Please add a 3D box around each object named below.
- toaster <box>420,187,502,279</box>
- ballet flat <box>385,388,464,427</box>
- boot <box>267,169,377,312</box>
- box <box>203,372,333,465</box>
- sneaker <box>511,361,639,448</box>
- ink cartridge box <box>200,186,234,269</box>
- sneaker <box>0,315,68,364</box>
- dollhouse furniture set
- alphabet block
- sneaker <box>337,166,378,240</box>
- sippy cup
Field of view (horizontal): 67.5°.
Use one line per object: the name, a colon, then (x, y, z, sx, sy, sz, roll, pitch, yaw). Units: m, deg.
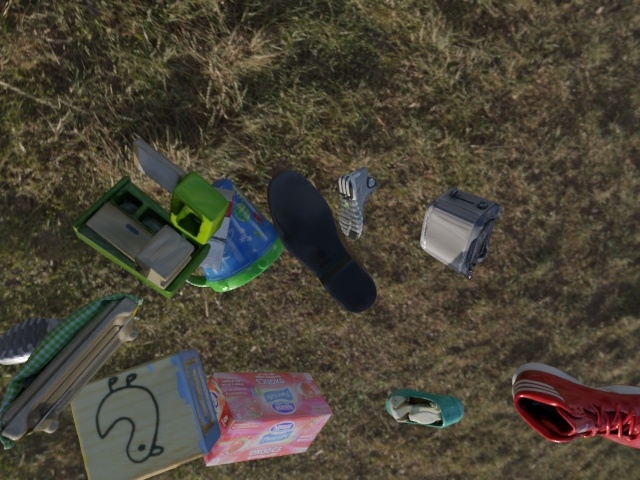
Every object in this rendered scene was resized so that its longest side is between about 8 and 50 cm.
toaster: (0.342, -0.021, 1.192, 0.129, 0.146, 0.227, -35, 142, -31)
ballet flat: (0.231, 0.413, 1.179, 0.087, 0.247, 0.083, -3, 80, -40)
boot: (0.000, 0.000, 0.938, 0.112, 0.115, 0.305, -34, 93, 8)
box: (-0.140, 0.423, 1.164, 0.299, 0.142, 0.154, 15, 114, -42)
sneaker: (0.350, 0.231, 0.596, 0.128, 0.221, 0.087, -17, 113, -61)
ink cartridge box: (-0.203, -0.025, 0.906, 0.056, 0.099, 0.135, 11, 104, -12)
sneaker: (-0.596, 0.239, 1.102, 0.281, 0.105, 0.115, -12, 134, -7)
dollhouse furniture set: (-0.263, 0.046, 0.530, 0.151, 0.197, 0.302, 38, 62, -4)
alphabet block: (-0.317, 0.327, 0.900, 0.197, 0.193, 0.193, -19, 168, -8)
sneaker: (0.122, -0.112, 1.389, 0.132, 0.086, 0.229, -35, 140, -28)
sippy cup: (-0.241, -0.028, 1.219, 0.305, 0.240, 0.224, -43, 114, -26)
